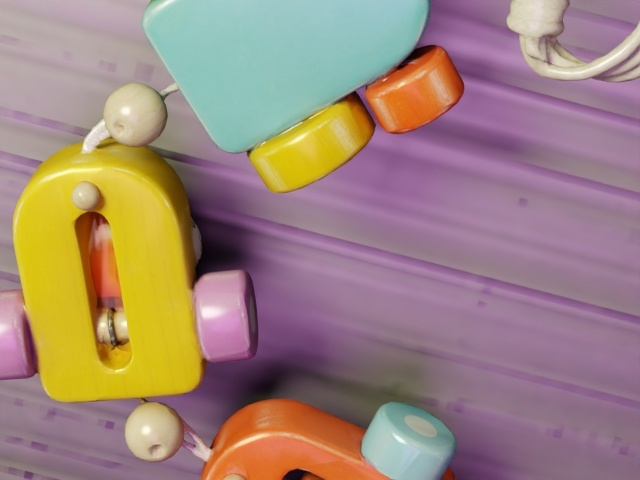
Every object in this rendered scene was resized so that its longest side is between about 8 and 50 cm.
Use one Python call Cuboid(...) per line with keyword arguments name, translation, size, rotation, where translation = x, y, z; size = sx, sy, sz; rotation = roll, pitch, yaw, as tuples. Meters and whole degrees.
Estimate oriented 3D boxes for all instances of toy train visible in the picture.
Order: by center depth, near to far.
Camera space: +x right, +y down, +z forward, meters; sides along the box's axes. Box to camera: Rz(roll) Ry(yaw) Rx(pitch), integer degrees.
Cuboid(name="toy train", translation=(0.000, 0.000, 0.357), size=(0.125, 0.046, 0.166), rotation=(20, 111, -5))
